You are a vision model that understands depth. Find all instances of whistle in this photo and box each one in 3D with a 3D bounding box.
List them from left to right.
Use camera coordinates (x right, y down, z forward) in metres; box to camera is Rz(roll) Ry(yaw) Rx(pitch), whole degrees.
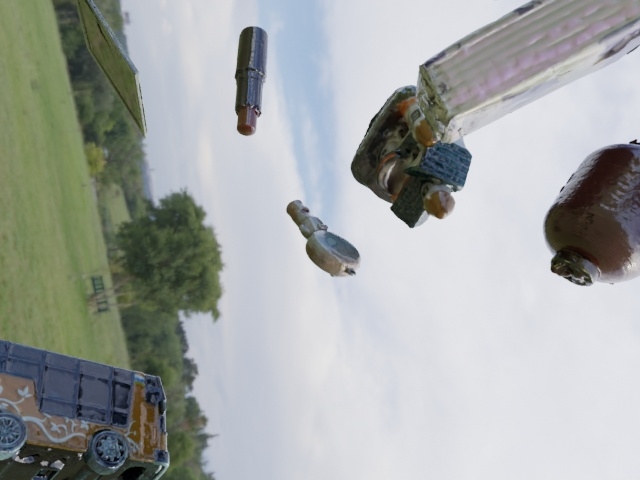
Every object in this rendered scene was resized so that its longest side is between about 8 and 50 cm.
[{"bbox_3d":[0.000,0.000,1.145,0.220,0.107,0.057,50,-61,36],"label":"whistle"}]

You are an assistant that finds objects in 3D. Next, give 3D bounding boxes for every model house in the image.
[{"bbox_3d":[0.203,-0.153,1.304,0.271,0.190,0.301,-55,-158,28],"label":"model house"}]

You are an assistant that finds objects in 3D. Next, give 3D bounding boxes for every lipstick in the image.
[{"bbox_3d":[-0.174,-0.394,1.505,0.081,0.081,0.300,123,-28,-65],"label":"lipstick"}]

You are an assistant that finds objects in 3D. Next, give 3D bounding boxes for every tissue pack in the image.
[{"bbox_3d":[0.316,-0.279,0.934,0.125,0.343,0.242,64,9,1],"label":"tissue pack"}]

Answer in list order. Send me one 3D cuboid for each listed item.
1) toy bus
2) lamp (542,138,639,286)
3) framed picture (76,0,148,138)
[{"bbox_3d":[-0.346,0.241,0.796,0.138,0.275,0.167,-46,-142,27],"label":"toy bus"},{"bbox_3d":[0.453,-0.034,0.942,0.180,0.258,0.180,37,-10,8],"label":"lamp"},{"bbox_3d":[-0.421,-0.366,1.226,0.273,0.016,0.216,56,-21,14],"label":"framed picture"}]
